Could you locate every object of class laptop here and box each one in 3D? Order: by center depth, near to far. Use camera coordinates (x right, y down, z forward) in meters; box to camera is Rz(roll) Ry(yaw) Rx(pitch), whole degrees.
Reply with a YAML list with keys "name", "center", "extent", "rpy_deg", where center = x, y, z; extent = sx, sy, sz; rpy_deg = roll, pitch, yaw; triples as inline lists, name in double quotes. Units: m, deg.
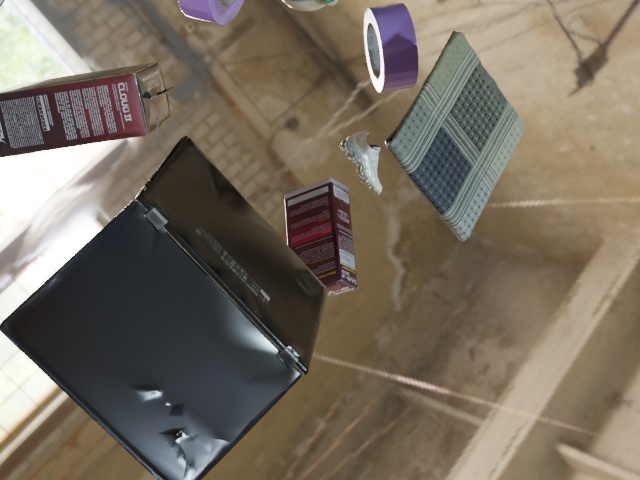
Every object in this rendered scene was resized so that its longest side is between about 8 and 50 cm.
- name: "laptop"
  center: [-0.217, 0.105, 1.468]
  extent: [0.236, 0.382, 0.408]
  rpy_deg: [-34, -163, 23]

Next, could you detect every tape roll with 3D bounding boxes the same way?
- name: "tape roll"
  center: [0.155, -0.429, 2.045]
  extent: [0.080, 0.189, 0.189]
  rpy_deg: [-10, -164, -7]
- name: "tape roll"
  center: [-0.252, -0.666, 2.210]
  extent: [0.090, 0.275, 0.275]
  rpy_deg: [16, -139, 14]

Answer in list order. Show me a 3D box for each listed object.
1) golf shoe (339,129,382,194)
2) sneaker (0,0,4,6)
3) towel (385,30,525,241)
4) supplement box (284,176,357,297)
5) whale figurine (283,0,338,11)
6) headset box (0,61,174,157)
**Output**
- name: "golf shoe"
  center: [0.124, -0.194, 2.278]
  extent: [0.086, 0.176, 0.069]
  rpy_deg: [-36, -148, -7]
- name: "sneaker"
  center: [-0.441, -0.390, 1.111]
  extent: [0.124, 0.178, 0.295]
  rpy_deg: [5, -130, 7]
- name: "towel"
  center: [0.283, -0.216, 1.899]
  extent: [0.056, 0.312, 0.324]
  rpy_deg: [5, -124, 49]
- name: "supplement box"
  center: [0.000, 0.000, 1.958]
  extent: [0.130, 0.073, 0.239]
  rpy_deg: [-18, -117, 30]
- name: "whale figurine"
  center: [0.022, -0.613, 2.019]
  extent: [0.272, 0.141, 0.216]
  rpy_deg: [-6, -126, 18]
- name: "headset box"
  center: [-0.403, -0.235, 1.608]
  extent: [0.293, 0.110, 0.218]
  rpy_deg: [-8, -164, 4]
